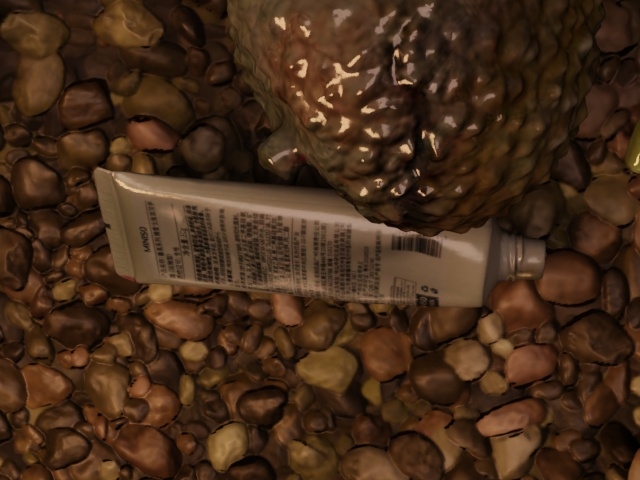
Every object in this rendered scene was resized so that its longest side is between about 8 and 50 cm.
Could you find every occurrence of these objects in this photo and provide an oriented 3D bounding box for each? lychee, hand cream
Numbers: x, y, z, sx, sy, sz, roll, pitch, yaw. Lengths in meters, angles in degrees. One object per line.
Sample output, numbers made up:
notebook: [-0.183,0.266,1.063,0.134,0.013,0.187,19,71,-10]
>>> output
lychee: [0.068,-0.134,0.741,0.274,0.255,0.255,-34,92,-5]
hand cream: [0.000,0.000,0.851,0.340,0.078,0.124,5,137,7]

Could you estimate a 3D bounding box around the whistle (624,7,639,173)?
whistle: [0.290,-0.175,0.769,0.106,0.131,0.288,29,101,29]

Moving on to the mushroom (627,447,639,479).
mushroom: [0.348,0.207,0.744,0.290,0.297,0.298,14,99,29]
